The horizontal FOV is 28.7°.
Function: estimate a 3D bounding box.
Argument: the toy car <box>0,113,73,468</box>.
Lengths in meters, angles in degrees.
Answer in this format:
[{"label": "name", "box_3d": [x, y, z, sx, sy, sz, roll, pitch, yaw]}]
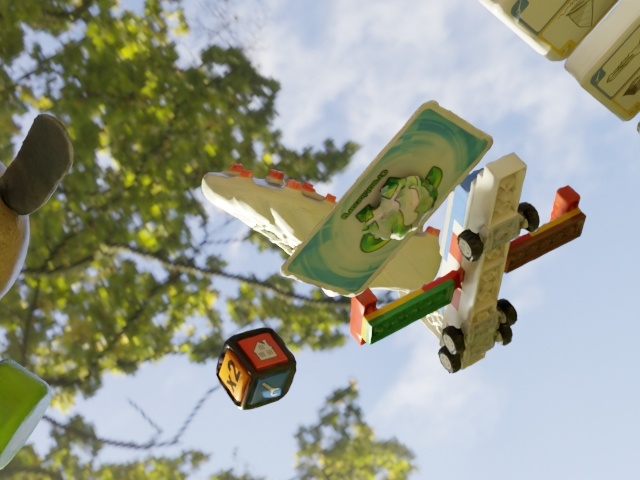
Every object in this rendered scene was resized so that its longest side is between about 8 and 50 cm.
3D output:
[{"label": "toy car", "box_3d": [-0.182, 0.007, 0.542, 0.188, 0.155, 0.149, -58, -3, 23]}]

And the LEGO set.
[{"label": "LEGO set", "box_3d": [0.063, -0.029, 0.475, 0.244, 0.060, 0.182, -49, -34, 14]}]

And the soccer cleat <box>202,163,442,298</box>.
[{"label": "soccer cleat", "box_3d": [0.000, 0.000, 0.933, 0.196, 0.068, 0.076, 18, -84, -18]}]
